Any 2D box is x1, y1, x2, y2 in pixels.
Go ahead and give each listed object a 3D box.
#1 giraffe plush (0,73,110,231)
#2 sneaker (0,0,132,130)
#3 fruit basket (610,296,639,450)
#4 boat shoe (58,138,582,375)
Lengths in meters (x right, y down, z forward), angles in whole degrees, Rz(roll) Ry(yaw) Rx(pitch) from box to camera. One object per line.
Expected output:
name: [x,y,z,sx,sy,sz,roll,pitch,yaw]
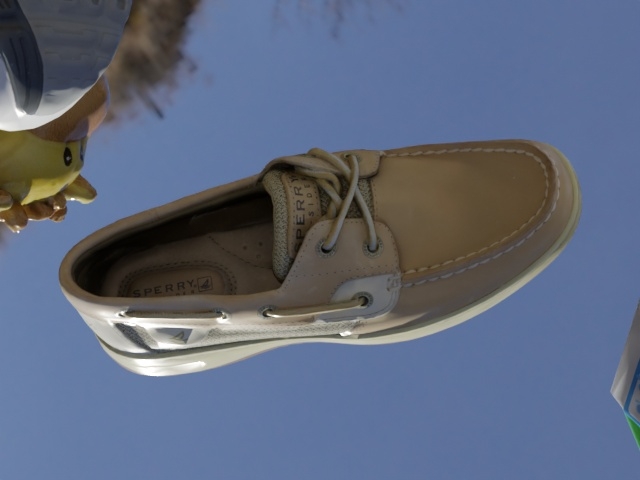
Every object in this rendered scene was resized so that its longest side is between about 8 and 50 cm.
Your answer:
giraffe plush: [-0.200,-0.094,1.024,0.181,0.170,0.210,-29,164,-42]
sneaker: [-0.169,-0.139,0.597,0.129,0.111,0.297,-49,-118,23]
fruit basket: [0.355,0.139,1.238,0.165,0.327,0.353,-5,-142,-20]
boat shoe: [0.000,0.000,0.995,0.302,0.098,0.109,-14,-117,8]
